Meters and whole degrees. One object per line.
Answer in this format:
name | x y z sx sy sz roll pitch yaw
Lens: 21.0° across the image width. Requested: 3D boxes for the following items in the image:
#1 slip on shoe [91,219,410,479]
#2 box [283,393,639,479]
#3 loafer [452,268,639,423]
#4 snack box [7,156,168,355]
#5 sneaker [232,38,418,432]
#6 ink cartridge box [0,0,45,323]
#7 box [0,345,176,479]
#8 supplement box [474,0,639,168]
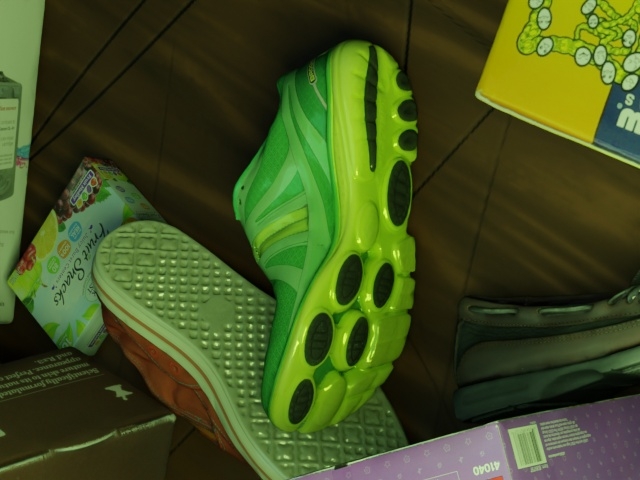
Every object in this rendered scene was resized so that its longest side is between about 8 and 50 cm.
slip on shoe | -0.053 0.115 1.325 0.331 0.123 0.101 39 145 25
box | 0.107 0.147 1.074 0.201 0.293 0.057 -20 79 35
loafer | 0.206 0.047 1.126 0.302 0.109 0.095 -20 72 38
snack box | -0.197 0.015 1.468 0.100 0.037 0.141 46 114 28
sneaker | 0.000 0.000 1.279 0.123 0.109 0.296 -7 68 44
ink cartridge box | -0.382 -0.087 1.536 0.226 0.131 0.306 5 92 26
box | -0.253 0.292 1.355 0.143 0.191 0.381 30 117 35
supplement box | 0.272 -0.210 1.029 0.195 0.194 0.357 27 103 34
